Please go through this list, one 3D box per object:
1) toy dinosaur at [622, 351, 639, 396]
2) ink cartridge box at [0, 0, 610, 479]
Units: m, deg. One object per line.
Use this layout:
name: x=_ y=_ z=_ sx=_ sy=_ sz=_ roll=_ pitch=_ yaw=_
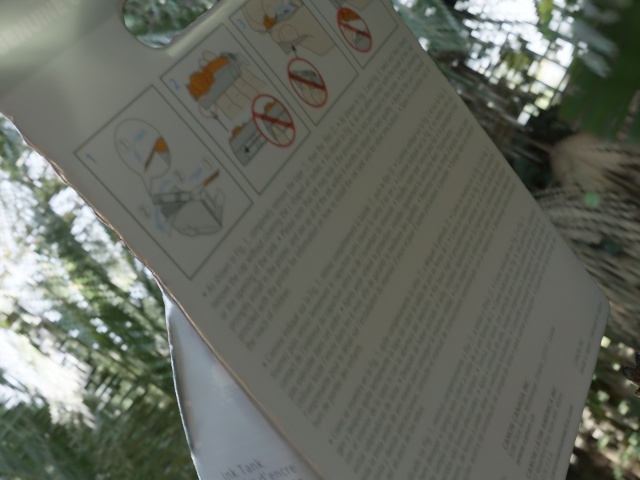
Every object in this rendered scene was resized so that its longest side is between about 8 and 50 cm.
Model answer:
toy dinosaur: x=0.287 y=0.108 z=0.617 sx=0.200 sy=0.295 sz=0.127 roll=19 pitch=-32 yaw=-37
ink cartridge box: x=0.000 y=0.000 z=0.590 sx=0.091 sy=0.385 sz=0.308 roll=-30 pitch=16 yaw=38
